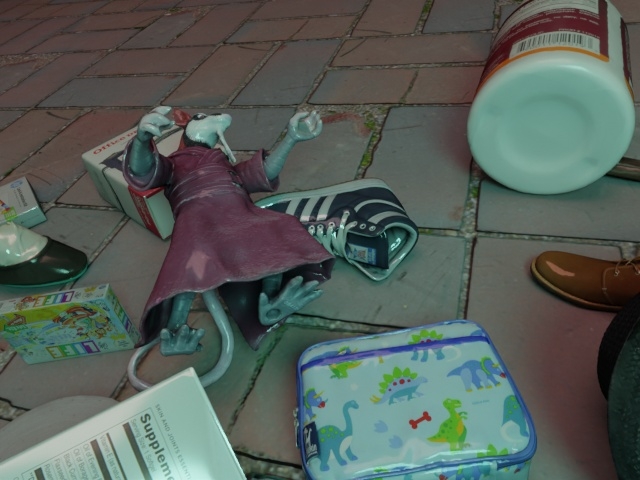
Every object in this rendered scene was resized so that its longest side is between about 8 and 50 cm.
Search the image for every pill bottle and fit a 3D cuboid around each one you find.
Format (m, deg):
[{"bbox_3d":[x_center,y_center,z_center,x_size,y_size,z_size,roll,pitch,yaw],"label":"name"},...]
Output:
[{"bbox_3d":[0.387,-0.274,0.847,0.224,0.223,0.392,9,44,22],"label":"pill bottle"}]

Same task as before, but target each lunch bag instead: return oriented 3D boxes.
[{"bbox_3d":[0.084,0.171,0.514,0.219,0.090,0.176,-8,38,2],"label":"lunch bag"}]

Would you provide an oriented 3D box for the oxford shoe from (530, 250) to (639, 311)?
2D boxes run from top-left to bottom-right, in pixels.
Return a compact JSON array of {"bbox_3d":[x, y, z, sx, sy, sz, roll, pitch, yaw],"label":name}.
[{"bbox_3d":[0.362,0.043,0.603,0.213,0.076,0.076,17,50,32],"label":"oxford shoe"}]

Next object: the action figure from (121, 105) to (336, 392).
[{"bbox_3d":[-0.128,-0.033,0.659,0.248,0.275,0.370,3,43,-31],"label":"action figure"}]

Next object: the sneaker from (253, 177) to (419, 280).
[{"bbox_3d":[0.000,0.000,0.721,0.283,0.099,0.153,-18,39,-11],"label":"sneaker"}]

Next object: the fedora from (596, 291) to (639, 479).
[{"bbox_3d":[0.373,0.105,0.432,0.335,0.333,0.152,-14,10,-3],"label":"fedora"}]

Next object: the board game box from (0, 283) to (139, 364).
[{"bbox_3d":[-0.333,0.112,0.667,0.154,0.103,0.026,-10,41,3],"label":"board game box"}]

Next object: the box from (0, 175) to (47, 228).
[{"bbox_3d":[-0.633,-0.041,0.966,0.186,0.038,0.145,-29,44,-21],"label":"box"}]

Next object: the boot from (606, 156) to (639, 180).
[{"bbox_3d":[0.477,-0.093,0.759,0.114,0.037,0.106,23,38,30],"label":"boot"}]

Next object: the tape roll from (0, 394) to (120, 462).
[{"bbox_3d":[-0.259,0.266,0.498,0.220,0.072,0.219,-7,40,6],"label":"tape roll"}]

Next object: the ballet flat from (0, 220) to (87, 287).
[{"bbox_3d":[-0.522,0.022,0.820,0.281,0.096,0.095,-2,41,11],"label":"ballet flat"}]

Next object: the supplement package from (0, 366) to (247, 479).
[{"bbox_3d":[-0.163,0.241,0.320,0.263,0.199,0.197,-24,75,-22],"label":"supplement package"}]

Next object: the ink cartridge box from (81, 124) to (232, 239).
[{"bbox_3d":[-0.294,-0.123,0.929,0.237,0.100,0.172,28,53,37],"label":"ink cartridge box"}]
